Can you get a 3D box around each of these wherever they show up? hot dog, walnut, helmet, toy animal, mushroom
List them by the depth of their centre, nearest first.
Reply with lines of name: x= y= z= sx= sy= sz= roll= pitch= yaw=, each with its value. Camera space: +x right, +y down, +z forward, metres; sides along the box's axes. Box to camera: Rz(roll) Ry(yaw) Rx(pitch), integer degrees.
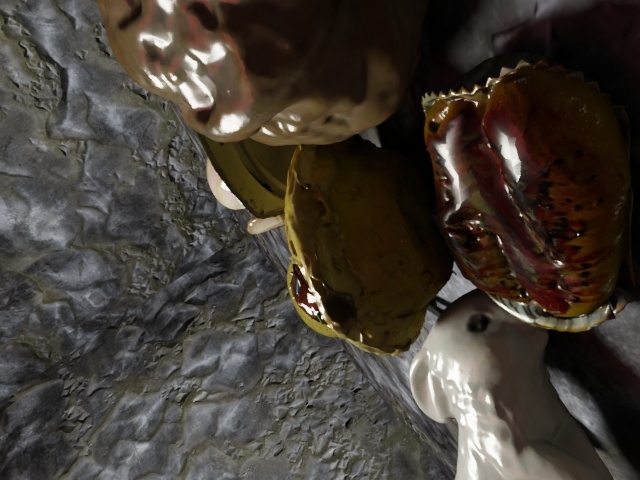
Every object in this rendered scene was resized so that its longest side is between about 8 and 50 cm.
hot dog: x=0.165 y=-0.024 z=0.386 sx=0.163 sy=0.082 sz=0.270 roll=21 pitch=148 yaw=48
walnut: x=-0.046 y=-0.195 z=0.391 sx=0.273 sy=0.273 sz=0.227 roll=-166 pitch=70 yaw=-72
toy animal: x=0.228 y=0.239 z=0.572 sx=0.258 sy=0.194 sz=0.357 roll=128 pitch=129 yaw=-68
helmet: x=-0.039 y=-0.157 z=0.648 sx=0.204 sy=0.137 sz=0.257 roll=56 pitch=-154 yaw=-19
mushroom: x=-0.148 y=-0.142 z=0.839 sx=0.173 sy=0.162 sz=0.236 roll=61 pitch=-161 yaw=-68

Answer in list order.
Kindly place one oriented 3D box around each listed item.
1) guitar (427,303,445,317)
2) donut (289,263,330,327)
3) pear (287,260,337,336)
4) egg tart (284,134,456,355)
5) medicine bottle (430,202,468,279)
guitar: x=0.209 y=0.124 z=0.775 sx=0.084 sy=0.038 sz=0.271 roll=63 pitch=170 yaw=-20
donut: x=0.048 y=0.104 z=0.912 sx=0.230 sy=0.096 sz=0.216 roll=14 pitch=-157 yaw=-25
pear: x=0.025 y=0.119 z=1.111 sx=0.211 sy=0.188 sz=0.228 roll=49 pitch=165 yaw=36
egg tart: x=0.077 y=-0.013 z=0.547 sx=0.116 sy=0.295 sz=0.295 roll=-18 pitch=113 yaw=36
medicine bottle: x=0.167 y=-0.006 z=0.515 sx=0.091 sy=0.058 sz=0.058 roll=58 pitch=168 yaw=-19
